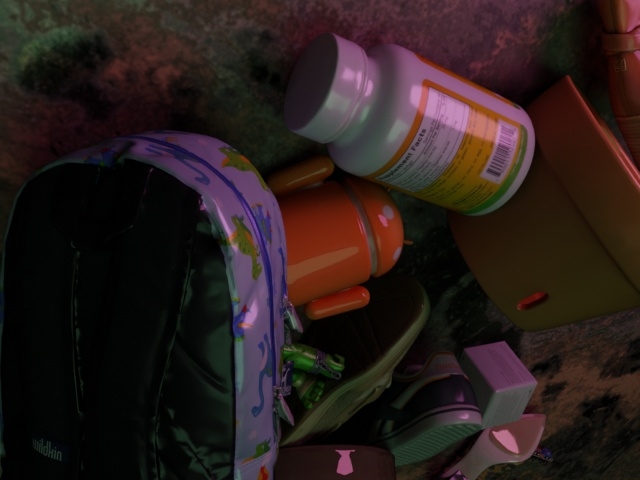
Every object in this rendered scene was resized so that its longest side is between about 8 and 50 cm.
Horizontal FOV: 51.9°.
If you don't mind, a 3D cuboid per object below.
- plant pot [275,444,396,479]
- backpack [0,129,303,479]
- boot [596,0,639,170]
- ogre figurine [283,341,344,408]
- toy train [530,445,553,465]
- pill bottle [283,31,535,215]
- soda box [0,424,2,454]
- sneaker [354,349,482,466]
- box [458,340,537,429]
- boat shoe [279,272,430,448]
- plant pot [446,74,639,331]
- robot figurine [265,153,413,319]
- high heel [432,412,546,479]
[{"bbox_3d":[-0.005,0.443,0.973,0.263,0.229,0.263,-5,151,-3],"label":"plant pot"},{"bbox_3d":[-0.157,0.077,0.610,0.290,0.273,0.355,9,120,20],"label":"backpack"},{"bbox_3d":[0.435,-0.239,0.806,0.283,0.109,0.220,-33,109,-25],"label":"boot"},{"bbox_3d":[-0.078,0.173,0.872,0.118,0.197,0.096,39,59,-29],"label":"ogre figurine"},{"bbox_3d":[0.454,0.451,1.408,0.158,0.027,0.036,30,98,-39],"label":"toy train"},{"bbox_3d":[0.091,-0.121,0.688,0.246,0.136,0.136,17,117,-29],"label":"pill bottle"},{"bbox_3d":[-0.310,0.215,0.790,0.091,0.098,0.286,-36,134,1],"label":"soda box"},{"bbox_3d":[0.145,0.280,1.064,0.126,0.127,0.321,7,147,-24],"label":"sneaker"},{"bbox_3d":[0.288,0.243,1.105,0.087,0.101,0.102,-6,128,-22],"label":"box"},{"bbox_3d":[0.041,0.173,0.926,0.110,0.121,0.341,18,126,-41],"label":"boat shoe"},{"bbox_3d":[0.294,-0.020,0.798,0.203,0.291,0.291,-36,135,26],"label":"plant pot"},{"bbox_3d":[0.000,-0.002,0.750,0.219,0.158,0.128,-19,158,-12],"label":"robot figurine"},{"bbox_3d":[0.331,0.437,1.320,0.261,0.093,0.186,-29,157,-19],"label":"high heel"}]
